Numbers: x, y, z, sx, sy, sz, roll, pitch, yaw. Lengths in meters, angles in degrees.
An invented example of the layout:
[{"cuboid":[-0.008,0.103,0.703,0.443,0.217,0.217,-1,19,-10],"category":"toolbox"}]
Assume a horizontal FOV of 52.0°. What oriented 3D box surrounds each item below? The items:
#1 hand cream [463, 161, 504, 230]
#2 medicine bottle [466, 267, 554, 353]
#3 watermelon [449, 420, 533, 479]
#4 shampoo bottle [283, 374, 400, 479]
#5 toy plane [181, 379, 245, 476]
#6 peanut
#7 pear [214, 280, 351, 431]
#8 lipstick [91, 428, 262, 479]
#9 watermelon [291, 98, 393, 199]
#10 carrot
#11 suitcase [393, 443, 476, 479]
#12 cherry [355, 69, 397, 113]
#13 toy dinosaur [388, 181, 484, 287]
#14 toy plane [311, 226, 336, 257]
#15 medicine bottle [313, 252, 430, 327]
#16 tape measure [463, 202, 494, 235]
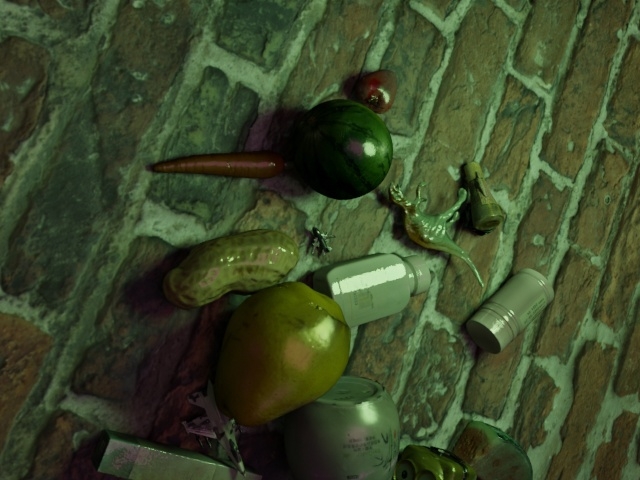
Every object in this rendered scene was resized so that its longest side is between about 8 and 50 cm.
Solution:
[{"cuboid":[0.445,-0.131,1.821,0.084,0.084,0.203,7,60,-28],"category":"hand cream"},{"cuboid":[0.545,0.200,1.882,0.250,0.133,0.133,-38,108,-23],"category":"medicine bottle"},{"cuboid":[0.472,0.657,1.881,0.226,0.148,0.318,-13,112,-10],"category":"watermelon"},{"cuboid":[0.051,0.473,1.547,0.273,0.273,0.266,-6,98,-28],"category":"shampoo bottle"},{"cuboid":[-0.229,0.430,1.503,0.160,0.082,0.233,-19,88,-35],"category":"toy plane"},{"cuboid":[-0.200,0.063,1.479,0.325,0.140,0.153,-22,118,-24],"category":"peanut"},{"cuboid":[-0.087,0.255,1.444,0.285,0.285,0.336,17,112,-28],"category":"pear"},{"cuboid":[-0.313,0.509,1.462,0.372,0.080,0.076,25,80,-27],"category":"lipstick"},{"cuboid":[0.052,-0.212,1.545,0.243,0.242,0.242,-1,92,-28],"category":"watermelon"},{"cuboid":[-0.218,-0.175,1.510,0.336,0.069,0.069,-3,93,-22],"category":"carrot"},{"cuboid":[0.282,0.662,1.718,0.143,0.194,0.234,24,80,-36],"category":"suitcase"},{"cuboid":[0.147,-0.379,1.680,0.126,0.087,0.106,-37,102,-41],"category":"cherry"},{"cuboid":[0.330,-0.030,1.785,0.206,0.092,0.392,-38,109,-24],"category":"toy dinosaur"},{"cuboid":[0.000,0.000,1.641,0.079,0.031,0.083,-39,109,-22],"category":"toy plane"},{"cuboid":[0.133,0.118,1.674,0.297,0.111,0.161,-14,99,-25],"category":"medicine bottle"},{"cuboid":[0.458,-0.059,1.873,0.094,0.054,0.091,7,90,-22],"category":"tape measure"}]
